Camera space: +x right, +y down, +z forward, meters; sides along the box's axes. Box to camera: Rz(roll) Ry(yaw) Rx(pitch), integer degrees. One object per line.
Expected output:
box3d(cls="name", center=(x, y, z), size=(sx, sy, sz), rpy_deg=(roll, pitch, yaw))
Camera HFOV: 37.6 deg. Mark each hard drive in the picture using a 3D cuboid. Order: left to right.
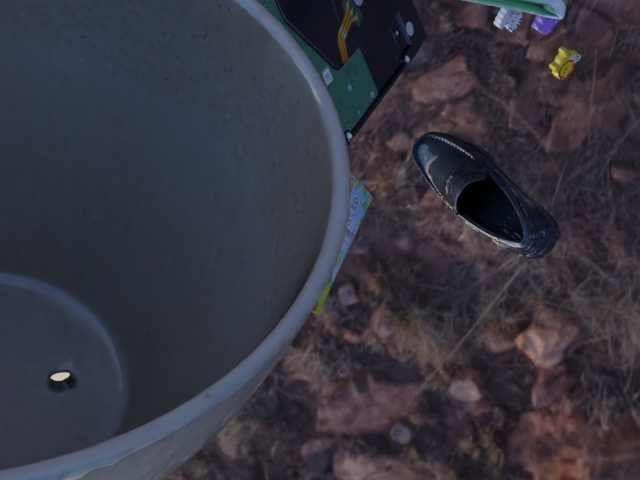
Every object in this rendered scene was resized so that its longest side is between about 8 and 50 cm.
box3d(cls="hard drive", center=(-0.003, -0.241, 1.039), size=(0.064, 0.339, 0.237), rpy_deg=(-5, 126, 35))

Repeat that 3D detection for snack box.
box3d(cls="snack box", center=(0.000, 0.000, 0.966), size=(0.037, 0.100, 0.141), rpy_deg=(23, 85, 18))

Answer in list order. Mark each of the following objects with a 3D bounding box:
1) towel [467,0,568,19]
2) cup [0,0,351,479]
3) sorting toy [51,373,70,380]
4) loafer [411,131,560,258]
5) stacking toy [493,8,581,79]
box3d(cls="towel", center=(0.184, -0.390, 1.088), size=(0.248, 0.324, 0.038), rpy_deg=(12, 145, 6))
box3d(cls="cup", center=(-0.172, 0.022, 0.467), size=(0.331, 0.331, 0.237), rpy_deg=(26, 138, 7))
box3d(cls="sorting toy", center=(-0.179, 0.013, 0.840), size=(0.257, 0.089, 0.255), rpy_deg=(43, 118, 40))
box3d(cls="loafer", center=(0.181, -0.060, 1.091), size=(0.223, 0.078, 0.076), rpy_deg=(45, 113, 34))
box3d(cls="stacking toy", center=(0.402, -0.404, 1.563), size=(0.167, 0.052, 0.221), rpy_deg=(50, 125, 36))
